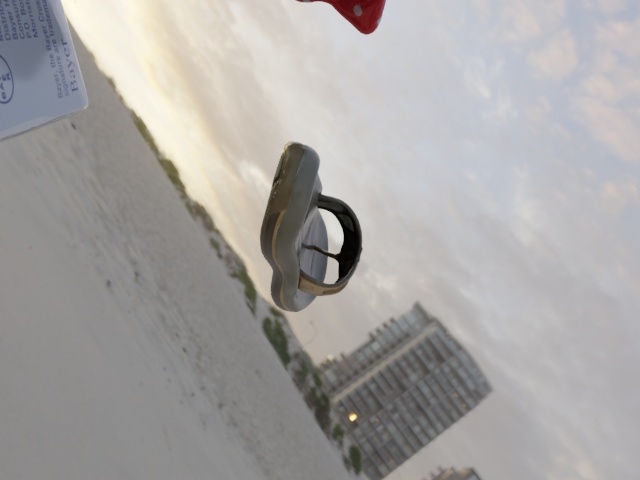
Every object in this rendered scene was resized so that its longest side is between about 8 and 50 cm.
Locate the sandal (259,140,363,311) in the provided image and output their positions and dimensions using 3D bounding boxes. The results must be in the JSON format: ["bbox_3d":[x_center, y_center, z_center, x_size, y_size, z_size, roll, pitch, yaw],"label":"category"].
[{"bbox_3d":[0.000,0.000,0.423,0.049,0.072,0.180,10,-16,4],"label":"sandal"}]

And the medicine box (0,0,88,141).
[{"bbox_3d":[-0.281,-0.080,0.282,0.289,0.264,0.149,-69,150,-72],"label":"medicine box"}]

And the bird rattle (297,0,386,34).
[{"bbox_3d":[-0.008,-0.241,0.473,0.207,0.143,0.253,24,7,-16],"label":"bird rattle"}]
